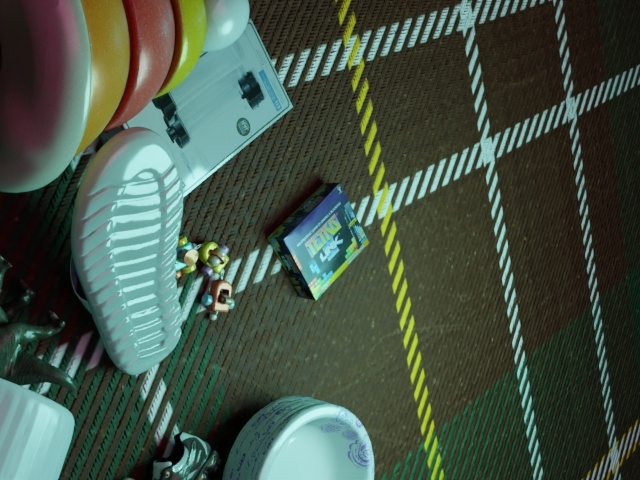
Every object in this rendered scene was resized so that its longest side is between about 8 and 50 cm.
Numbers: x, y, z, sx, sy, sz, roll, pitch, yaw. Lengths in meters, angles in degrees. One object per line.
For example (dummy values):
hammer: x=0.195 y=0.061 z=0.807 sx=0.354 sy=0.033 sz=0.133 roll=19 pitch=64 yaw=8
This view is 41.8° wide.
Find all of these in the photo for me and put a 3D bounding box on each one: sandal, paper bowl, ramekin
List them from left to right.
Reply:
ramekin: x=-0.428 y=0.227 z=0.982 sx=0.277 sy=0.277 sz=0.135 roll=37 pitch=62 yaw=-40
sandal: x=-0.282 y=0.025 z=1.164 sx=0.169 sy=0.102 sz=0.416 roll=-31 pitch=140 yaw=-39
paper bowl: x=-0.051 y=0.409 z=1.440 sx=0.284 sy=0.148 sz=0.284 roll=-5 pitch=97 yaw=-43

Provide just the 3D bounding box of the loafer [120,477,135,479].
loafer: x=-0.302 y=0.437 z=1.269 sx=0.056 sy=0.050 sz=0.148 roll=21 pitch=80 yaw=-43

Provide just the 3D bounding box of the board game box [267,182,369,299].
board game box: x=0.000 y=0.000 z=1.517 sx=0.170 sy=0.048 sz=0.141 roll=-46 pitch=124 yaw=-31

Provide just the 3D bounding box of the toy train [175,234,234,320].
toy train: x=-0.191 y=0.059 z=1.341 sx=0.166 sy=0.046 sz=0.125 roll=20 pitch=80 yaw=-43

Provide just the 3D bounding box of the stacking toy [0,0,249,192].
stacking toy: x=-0.271 y=-0.283 z=1.077 sx=0.480 sy=0.350 sz=0.351 roll=-29 pitch=114 yaw=-51

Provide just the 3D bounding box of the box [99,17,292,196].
box: x=-0.191 y=-0.198 z=1.287 sx=0.290 sy=0.087 sz=0.169 roll=-43 pitch=121 yaw=-32

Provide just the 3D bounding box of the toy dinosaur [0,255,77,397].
toy dinosaur: x=-0.442 y=0.109 z=1.082 sx=0.160 sy=0.121 sz=0.314 roll=-43 pitch=127 yaw=-18

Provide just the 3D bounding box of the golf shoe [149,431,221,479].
golf shoe: x=-0.245 y=0.394 z=1.314 sx=0.094 sy=0.077 sz=0.198 roll=46 pitch=56 yaw=-24
